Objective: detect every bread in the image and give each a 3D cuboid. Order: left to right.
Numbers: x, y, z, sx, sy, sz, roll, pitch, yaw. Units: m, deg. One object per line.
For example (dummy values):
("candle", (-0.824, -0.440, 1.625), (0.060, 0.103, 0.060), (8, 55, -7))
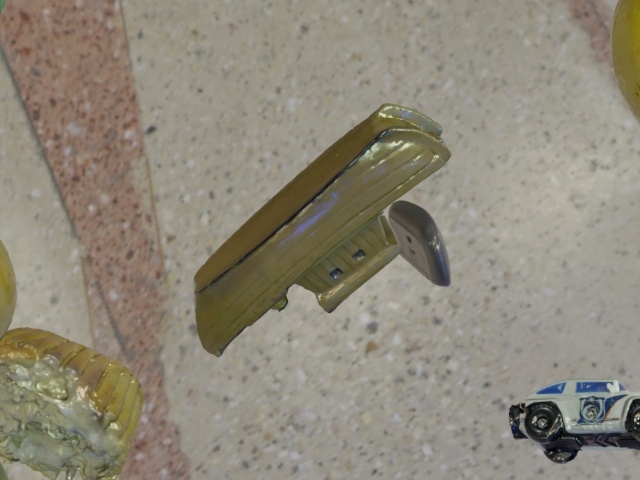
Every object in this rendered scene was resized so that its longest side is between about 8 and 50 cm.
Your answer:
("bread", (-0.369, 0.218, 1.544), (0.274, 0.274, 0.149), (29, 45, -6))

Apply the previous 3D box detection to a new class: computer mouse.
("computer mouse", (0.176, 0.003, 1.983), (0.057, 0.232, 0.120), (-20, 110, -10))

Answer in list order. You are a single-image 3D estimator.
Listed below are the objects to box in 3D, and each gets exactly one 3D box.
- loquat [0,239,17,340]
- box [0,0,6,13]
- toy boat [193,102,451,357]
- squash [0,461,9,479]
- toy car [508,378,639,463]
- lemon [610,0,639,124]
("loquat", (-0.323, 0.040, 0.885), (0.172, 0.204, 0.149), (-13, 82, -13))
("box", (-0.407, -0.322, 1.094), (0.103, 0.180, 0.250), (-34, 87, -11))
("toy boat", (0.000, 0.000, 1.131), (0.121, 0.321, 0.089), (41, 15, -29))
("squash", (-0.464, 0.368, 1.625), (0.132, 0.105, 0.105), (45, 60, 4))
("toy car", (0.272, 0.179, 1.150), (0.080, 0.170, 0.070), (46, 46, -51))
("lemon", (0.595, -0.286, 1.703), (0.348, 0.348, 0.348), (8, 65, -17))
